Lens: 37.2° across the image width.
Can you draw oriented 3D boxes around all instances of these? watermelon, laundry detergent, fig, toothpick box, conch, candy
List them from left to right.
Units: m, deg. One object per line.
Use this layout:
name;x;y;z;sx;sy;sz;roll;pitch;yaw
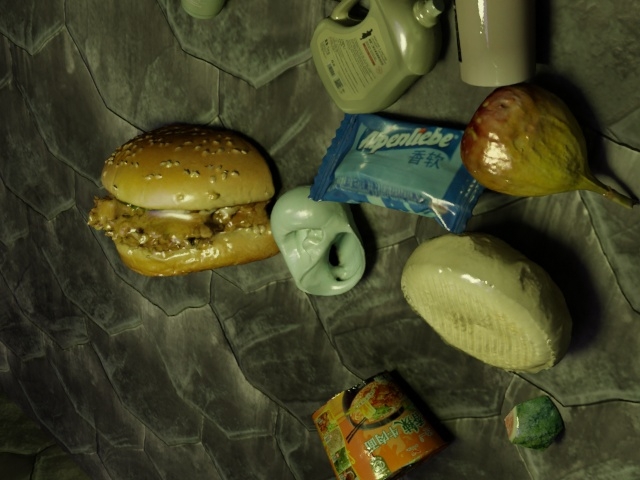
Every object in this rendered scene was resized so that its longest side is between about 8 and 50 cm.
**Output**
conch;0.003;-0.004;1.729;0.184;0.121;0.221;18;133;35
laundry detergent;0.096;-0.306;1.454;0.253;0.091;0.181;-27;87;52
candy;0.127;-0.115;1.498;0.331;0.187;0.077;15;161;38
toothpick box;0.235;-0.311;1.283;0.111;0.111;0.181;18;128;40
watermelon;0.354;0.300;1.596;0.072;0.084;0.092;25;95;63
fig;0.323;-0.109;1.320;0.257;0.159;0.159;29;137;4

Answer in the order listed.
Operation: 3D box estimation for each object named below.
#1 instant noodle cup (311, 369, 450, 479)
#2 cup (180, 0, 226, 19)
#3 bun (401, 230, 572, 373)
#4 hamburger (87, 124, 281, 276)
instant noodle cup;0.102;0.367;1.802;0.182;0.230;0.230;59;143;16
cup;-0.198;-0.459;1.664;0.120;0.120;0.141;47;150;15
bun;0.264;0.082;1.462;0.287;0.146;0.287;28;159;12
hamburger;-0.302;-0.074;1.893;0.445;0.287;0.268;15;122;39
